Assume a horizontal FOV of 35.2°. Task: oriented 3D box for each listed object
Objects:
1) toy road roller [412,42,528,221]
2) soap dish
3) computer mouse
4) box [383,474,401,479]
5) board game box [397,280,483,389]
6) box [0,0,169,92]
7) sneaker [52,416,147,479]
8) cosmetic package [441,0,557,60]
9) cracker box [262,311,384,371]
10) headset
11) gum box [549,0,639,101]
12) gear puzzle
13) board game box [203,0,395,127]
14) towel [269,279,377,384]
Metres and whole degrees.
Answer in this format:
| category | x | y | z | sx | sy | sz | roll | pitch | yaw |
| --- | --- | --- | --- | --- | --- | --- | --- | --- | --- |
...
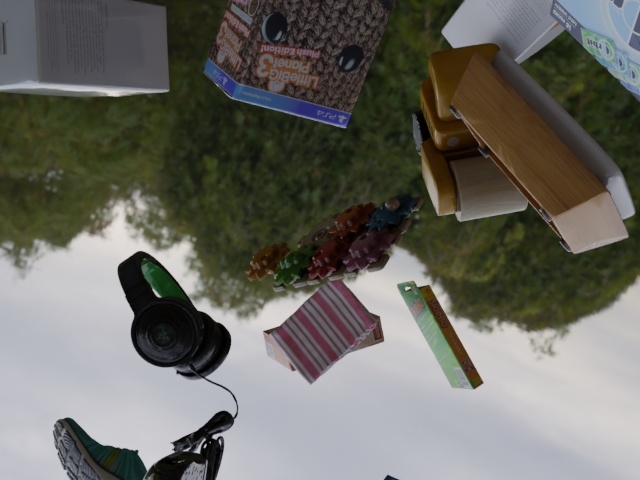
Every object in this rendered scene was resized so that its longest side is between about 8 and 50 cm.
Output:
| category | x | y | z | sx | sy | sz | roll | pitch | yaw |
| --- | --- | --- | --- | --- | --- | --- | --- | --- | --- |
| toy road roller | 0.289 | -0.221 | 1.917 | 0.202 | 0.241 | 0.330 | -10 | -135 | -2 |
| soap dish | 0.324 | -0.123 | 1.480 | 0.291 | 0.118 | 0.229 | 54 | -171 | 26 |
| computer mouse | -0.186 | 0.344 | 1.245 | 0.060 | 0.184 | 0.262 | 11 | 179 | 7 |
| box | 0.229 | 0.550 | 1.932 | 0.233 | 0.044 | 0.159 | 45 | 162 | -18 |
| board game box | 0.250 | 0.196 | 2.138 | 0.259 | 0.039 | 0.124 | 59 | 165 | -2 |
| box | -0.464 | -0.352 | 1.823 | 0.214 | 0.168 | 0.345 | 1 | -175 | 29 |
| sneaker | -0.394 | 0.432 | 1.901 | 0.275 | 0.107 | 0.110 | 40 | -136 | 9 |
| cosmetic package | 0.415 | -0.472 | 1.887 | 0.161 | 0.230 | 0.453 | 53 | 168 | 1 |
| cracker box | 0.006 | 0.216 | 2.269 | 0.232 | 0.067 | 0.155 | -16 | -167 | -21 |
| headset | -0.284 | 0.205 | 1.924 | 0.394 | 0.185 | 0.243 | 56 | -175 | 25 |
| gum box | 0.301 | -0.244 | 0.979 | 0.157 | 0.041 | 0.184 | 53 | 163 | 27 |
| gear puzzle | 0.000 | 0.000 | 1.574 | 0.338 | 0.175 | 0.044 | -14 | 123 | 45 |
| board game box | -0.028 | -0.368 | 1.694 | 0.232 | 0.291 | 0.141 | 10 | -159 | -32 |
| towel | 0.004 | 0.186 | 2.104 | 0.144 | 0.197 | 0.029 | 49 | -176 | 16 |
